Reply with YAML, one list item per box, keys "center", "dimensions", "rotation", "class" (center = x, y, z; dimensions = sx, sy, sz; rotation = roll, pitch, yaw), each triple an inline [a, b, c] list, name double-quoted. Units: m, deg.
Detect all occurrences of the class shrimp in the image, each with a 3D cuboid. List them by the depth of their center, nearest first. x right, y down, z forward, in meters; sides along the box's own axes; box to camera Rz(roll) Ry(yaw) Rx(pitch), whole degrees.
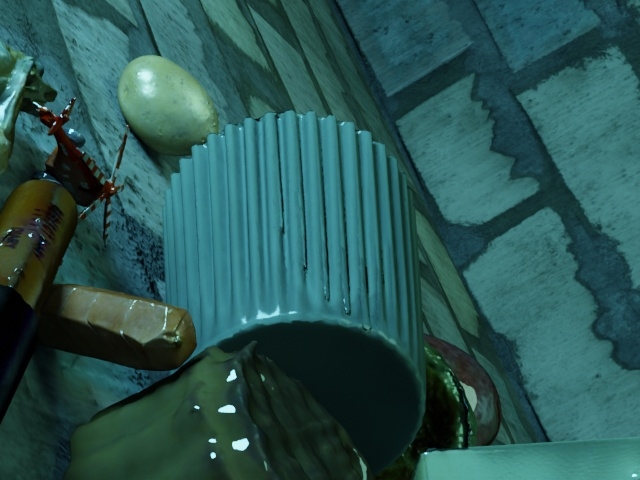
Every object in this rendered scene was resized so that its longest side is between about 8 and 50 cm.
- center: [-0.318, -0.128, 1.260]
  dimensions: [0.317, 0.077, 0.168]
  rotation: [2, 69, -70]
  class: "shrimp"

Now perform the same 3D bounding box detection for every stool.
- center: [-0.029, 0.069, 1.465]
  dimensions: [0.297, 0.297, 0.330]
  rotation: [52, 19, -31]
  class: "stool"

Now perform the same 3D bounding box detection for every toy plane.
- center: [-0.247, -0.072, 1.341]
  dimensions: [0.077, 0.126, 0.194]
  rotation: [23, 0, 15]
  class: "toy plane"

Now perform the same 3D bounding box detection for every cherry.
- center: [0.114, 0.239, 1.740]
  dimensions: [0.285, 0.213, 0.236]
  rotation: [33, 48, 2]
  class: "cherry"

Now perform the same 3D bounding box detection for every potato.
- center: [-0.194, -0.169, 1.745]
  dimensions: [0.147, 0.112, 0.112]
  rotation: [52, 14, -5]
  class: "potato"

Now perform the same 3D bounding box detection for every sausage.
- center: [-0.167, 0.074, 1.162]
  dimensions: [0.065, 0.169, 0.065]
  rotation: [-15, 109, -51]
  class: "sausage"

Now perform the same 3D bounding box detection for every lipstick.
- center: [-0.254, 0.045, 1.100]
  dimensions: [0.077, 0.077, 0.418]
  rotation: [56, 13, -21]
  class: "lipstick"

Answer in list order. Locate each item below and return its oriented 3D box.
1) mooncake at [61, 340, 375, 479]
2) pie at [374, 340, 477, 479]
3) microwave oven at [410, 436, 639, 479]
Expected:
- center: [-0.059, 0.249, 1.158]
  dimensions: [0.324, 0.187, 0.324]
  rotation: [55, 11, -17]
  class: "mooncake"
- center: [0.066, 0.213, 1.611]
  dimensions: [0.054, 0.240, 0.240]
  rotation: [82, -15, -68]
  class: "pie"
- center: [0.197, 0.396, 1.224]
  dimensions: [0.394, 0.247, 0.333]
  rotation: [98, -10, -58]
  class: "microwave oven"
